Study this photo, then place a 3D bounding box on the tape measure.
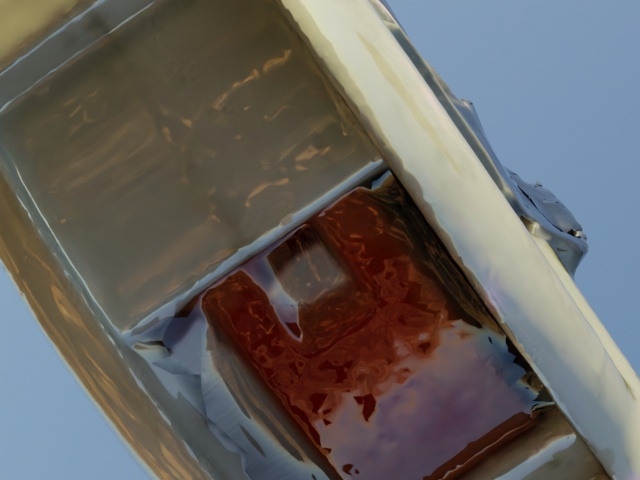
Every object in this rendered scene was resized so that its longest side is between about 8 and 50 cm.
[{"bbox_3d":[0.000,0.000,0.552,0.130,0.265,0.258,-33,-153,6],"label":"tape measure"}]
